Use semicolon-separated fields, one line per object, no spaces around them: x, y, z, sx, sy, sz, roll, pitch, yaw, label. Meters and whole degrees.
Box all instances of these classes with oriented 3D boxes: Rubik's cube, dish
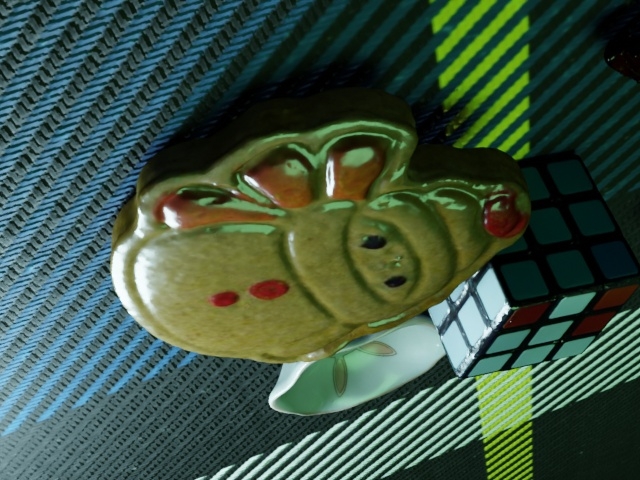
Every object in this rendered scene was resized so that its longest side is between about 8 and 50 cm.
0.203;0.027;1.311;0.162;0.161;0.163;-10;150;-23;Rubik's cube
0.040;0.114;1.440;0.229;0.081;0.229;-19;156;-9;dish

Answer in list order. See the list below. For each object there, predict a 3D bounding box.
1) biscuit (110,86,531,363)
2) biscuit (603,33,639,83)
0.000;0.000;1.155;0.381;0.074;0.359;-13;147;9;biscuit
0.359;-0.209;1.112;0.235;0.063;0.151;-42;158;25;biscuit
